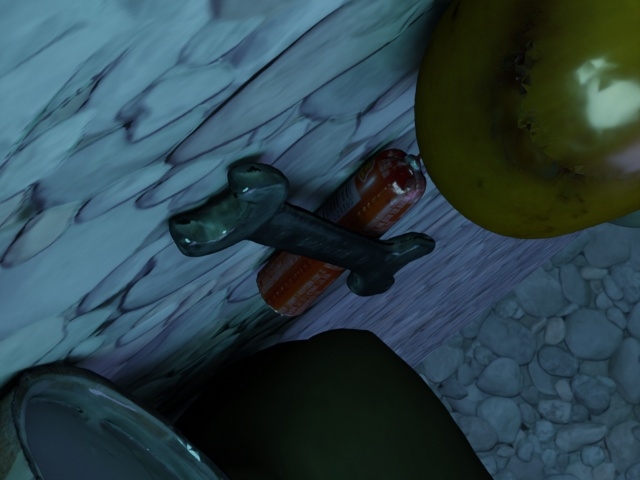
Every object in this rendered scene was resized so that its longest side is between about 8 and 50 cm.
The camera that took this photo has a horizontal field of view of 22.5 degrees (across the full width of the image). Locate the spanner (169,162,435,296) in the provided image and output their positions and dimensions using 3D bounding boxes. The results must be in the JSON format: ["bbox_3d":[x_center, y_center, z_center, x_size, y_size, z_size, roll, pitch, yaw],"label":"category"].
[{"bbox_3d":[0.000,0.000,0.742,0.054,0.015,0.254,-37,163,12],"label":"spanner"}]

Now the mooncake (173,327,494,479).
[{"bbox_3d":[-0.079,0.272,1.060,0.467,0.262,0.467,-38,-175,4],"label":"mooncake"}]

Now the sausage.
[{"bbox_3d":[0.014,-0.007,0.833,0.034,0.034,0.129,-27,166,-49],"label":"sausage"}]

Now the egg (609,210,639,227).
[{"bbox_3d":[0.207,-0.065,1.034,0.114,0.114,0.152,-35,177,-16],"label":"egg"}]

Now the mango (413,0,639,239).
[{"bbox_3d":[0.101,-0.066,0.643,0.145,0.112,0.219,-37,-177,0],"label":"mango"}]

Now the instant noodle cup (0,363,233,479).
[{"bbox_3d":[-0.136,0.187,0.727,0.207,0.217,0.217,-46,170,12],"label":"instant noodle cup"}]
